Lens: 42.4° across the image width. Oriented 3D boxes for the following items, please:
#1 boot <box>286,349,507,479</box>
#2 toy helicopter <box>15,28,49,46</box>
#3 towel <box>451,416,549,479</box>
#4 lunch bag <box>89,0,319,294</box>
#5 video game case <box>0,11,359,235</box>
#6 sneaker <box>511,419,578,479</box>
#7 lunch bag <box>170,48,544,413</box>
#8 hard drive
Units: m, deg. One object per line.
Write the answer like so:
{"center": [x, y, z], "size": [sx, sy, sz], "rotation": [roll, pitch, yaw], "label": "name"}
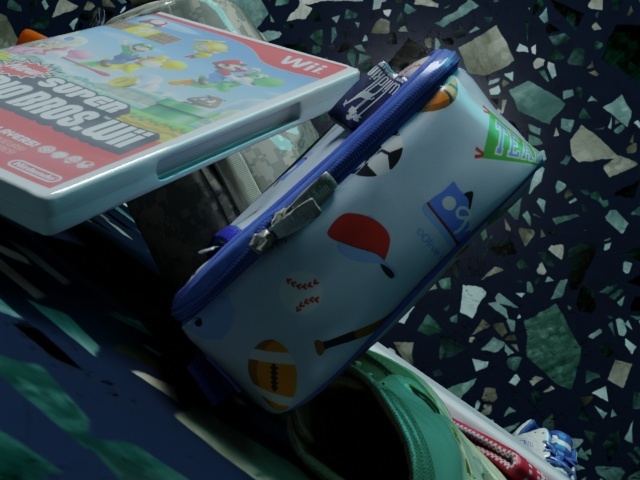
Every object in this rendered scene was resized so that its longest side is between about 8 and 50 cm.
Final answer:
{"center": [0.029, 0.119, 0.563], "size": [0.165, 0.077, 0.213], "rotation": [38, 3, -46], "label": "boot"}
{"center": [-0.404, -0.181, 0.782], "size": [0.355, 0.140, 0.235], "rotation": [25, 6, 0], "label": "toy helicopter"}
{"center": [0.181, 0.233, 0.705], "size": [0.275, 0.031, 0.199], "rotation": [44, -14, -24], "label": "towel"}
{"center": [-0.098, -0.082, 0.829], "size": [0.305, 0.213, 0.256], "rotation": [63, -6, 1], "label": "lunch bag"}
{"center": [-0.133, -0.096, 0.544], "size": [0.204, 0.025, 0.285], "rotation": [22, 33, 27], "label": "video game case"}
{"center": [0.305, 0.321, 1.150], "size": [0.112, 0.131, 0.296], "rotation": [38, -2, -4], "label": "sneaker"}
{"center": [0.000, 0.000, 0.556], "size": [0.115, 0.243, 0.303], "rotation": [48, -8, -3], "label": "lunch bag"}
{"center": [0.110, 0.169, 0.890], "size": [0.319, 0.040, 0.210], "rotation": [35, -2, -6], "label": "hard drive"}
